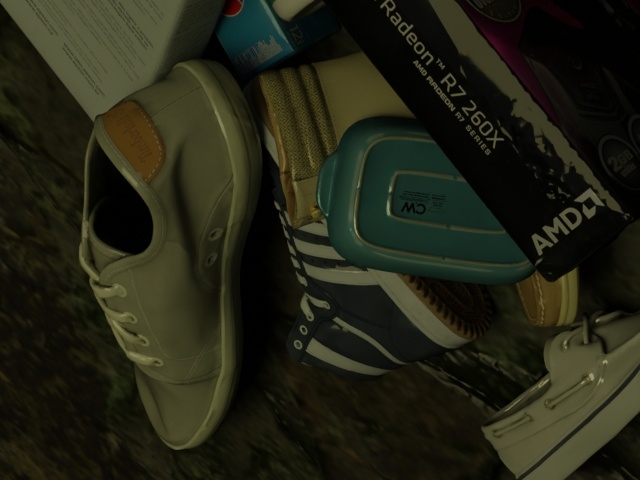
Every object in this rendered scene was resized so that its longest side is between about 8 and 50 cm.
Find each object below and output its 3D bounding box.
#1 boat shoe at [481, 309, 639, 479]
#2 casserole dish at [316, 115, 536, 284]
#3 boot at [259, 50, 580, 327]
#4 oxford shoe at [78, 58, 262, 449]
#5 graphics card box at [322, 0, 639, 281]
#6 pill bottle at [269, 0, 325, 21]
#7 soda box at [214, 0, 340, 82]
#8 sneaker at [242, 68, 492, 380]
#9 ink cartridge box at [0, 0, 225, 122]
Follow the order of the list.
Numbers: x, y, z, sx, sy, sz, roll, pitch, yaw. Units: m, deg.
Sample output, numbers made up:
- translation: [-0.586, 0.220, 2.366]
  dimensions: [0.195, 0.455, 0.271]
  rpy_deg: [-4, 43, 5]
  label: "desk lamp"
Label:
- translation: [0.218, 0.100, 1.372]
  dimensions: [0.088, 0.096, 0.267]
  rpy_deg: [43, 137, 6]
  label: "boat shoe"
- translation: [0.092, -0.028, 1.272]
  dimensions: [0.188, 0.037, 0.114]
  rpy_deg: [8, 91, -8]
  label: "casserole dish"
- translation: [0.077, -0.033, 1.331]
  dimensions: [0.095, 0.203, 0.262]
  rpy_deg: [-158, 50, -78]
  label: "boot"
- translation: [-0.144, 0.029, 1.507]
  dimensions: [0.169, 0.130, 0.449]
  rpy_deg: [53, 152, 31]
  label: "oxford shoe"
- translation: [0.121, -0.171, 1.221]
  dimensions: [0.371, 0.233, 0.094]
  rpy_deg: [53, 129, 5]
  label: "graphics card box"
- translation: [-0.033, -0.286, 1.353]
  dimensions: [0.117, 0.117, 0.208]
  rpy_deg: [-31, 91, 40]
  label: "pill bottle"
- translation: [-0.074, -0.242, 1.431]
  dimensions: [0.067, 0.071, 0.210]
  rpy_deg: [-26, 94, 42]
  label: "soda box"
- translation: [0.000, 0.000, 1.453]
  dimensions: [0.153, 0.099, 0.282]
  rpy_deg: [-33, 102, 40]
  label: "sneaker"
- translation: [-0.201, -0.281, 1.433]
  dimensions: [0.324, 0.071, 0.330]
  rpy_deg: [52, 147, 13]
  label: "ink cartridge box"
